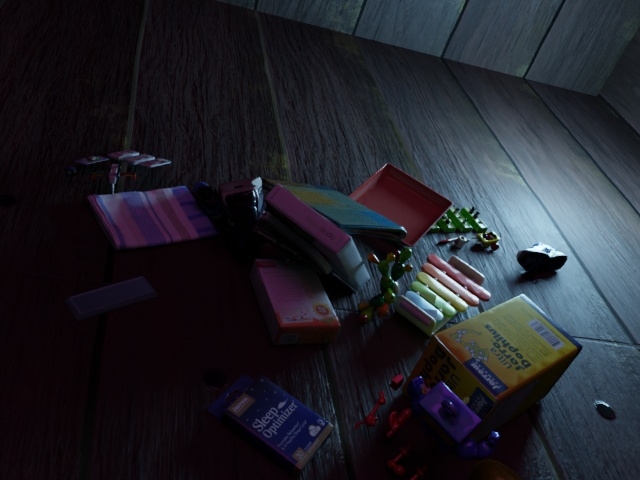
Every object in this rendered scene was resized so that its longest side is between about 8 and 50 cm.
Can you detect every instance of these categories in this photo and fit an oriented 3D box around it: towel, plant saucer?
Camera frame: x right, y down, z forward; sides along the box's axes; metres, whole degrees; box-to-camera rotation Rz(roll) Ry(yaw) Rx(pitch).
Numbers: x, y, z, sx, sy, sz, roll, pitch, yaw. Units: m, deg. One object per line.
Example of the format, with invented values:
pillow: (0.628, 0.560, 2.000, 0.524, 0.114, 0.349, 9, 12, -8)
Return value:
towel: (-0.431, -0.063, 1.731, 0.285, 0.034, 0.209, -9, 46, -36)
plant saucer: (0.239, -0.104, 2.081, 0.258, 0.048, 0.259, 34, 52, 18)
towel: (0.033, -0.089, 1.864, 0.271, 0.040, 0.370, 5, 19, -40)
plant saucer: (-0.459, 0.123, 1.482, 0.192, 0.018, 0.067, -18, 50, -41)

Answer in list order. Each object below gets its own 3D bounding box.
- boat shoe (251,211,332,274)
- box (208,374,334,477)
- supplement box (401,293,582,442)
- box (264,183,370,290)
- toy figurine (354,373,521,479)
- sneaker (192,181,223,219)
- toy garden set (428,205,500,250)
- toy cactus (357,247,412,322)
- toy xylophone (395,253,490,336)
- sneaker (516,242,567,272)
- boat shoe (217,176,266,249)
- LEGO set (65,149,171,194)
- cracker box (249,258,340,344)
boat shoe: (-0.072, 0.023, 1.657, 0.219, 0.078, 0.070, 38, 78, -2)
box: (-0.100, 0.357, 1.344, 0.225, 0.036, 0.136, 31, 36, 15)
supplement box: (0.397, 0.294, 1.546, 0.356, 0.194, 0.195, -15, 49, -40)
box: (0.000, 0.000, 1.670, 0.232, 0.322, 0.058, 37, 80, 22)
toy figurine: (0.239, 0.385, 1.276, 0.191, 0.217, 0.362, -34, 61, -20)
sneaker: (-0.314, -0.130, 1.824, 0.058, 0.085, 0.152, -24, 50, -10)
toy garden set: (0.447, -0.048, 2.153, 0.244, 0.049, 0.204, -1, 41, -29)
toy cactus: (0.162, 0.117, 1.714, 0.112, 0.219, 0.180, 21, -7, 16)
toy xylophone: (0.341, 0.165, 1.788, 0.236, 0.081, 0.322, 32, 37, 14)
sneaker: (0.689, 0.052, 2.133, 0.211, 0.080, 0.081, 6, 30, -36)
boat shoe: (-0.205, -0.076, 1.810, 0.127, 0.158, 0.340, -11, 12, 0)
LEGO set: (-0.554, -0.189, 1.811, 0.182, 0.060, 0.244, 17, 25, 31)
cracker box: (-0.066, 0.144, 1.616, 0.155, 0.067, 0.232, 3, 40, -26)
